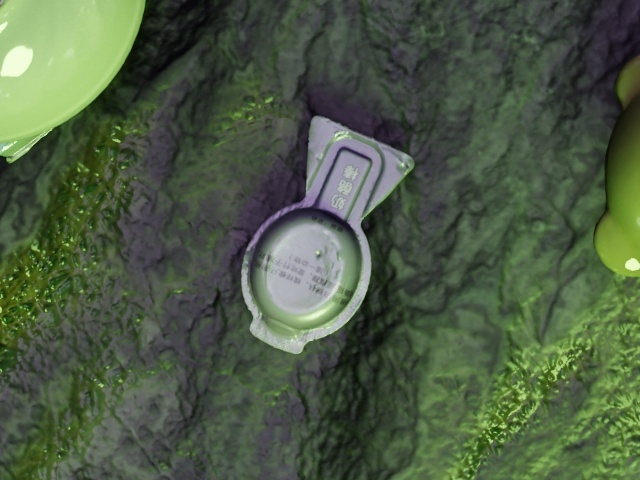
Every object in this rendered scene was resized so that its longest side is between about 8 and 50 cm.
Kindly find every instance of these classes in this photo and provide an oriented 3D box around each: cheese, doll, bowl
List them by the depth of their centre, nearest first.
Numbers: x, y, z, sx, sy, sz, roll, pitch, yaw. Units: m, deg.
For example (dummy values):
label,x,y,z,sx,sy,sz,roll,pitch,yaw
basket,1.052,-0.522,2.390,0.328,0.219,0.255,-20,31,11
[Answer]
label,x,y,z,sx,sy,sz,roll,pitch,yaw
doll,0.347,-0.044,1.537,0.261,0.161,0.177,9,91,4
bowl,-0.283,-0.218,1.574,0.277,0.145,0.277,0,88,6
cheese,0.000,0.000,1.633,0.105,0.042,0.191,25,90,6

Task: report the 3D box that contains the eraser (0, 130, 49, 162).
label,x,y,z,sx,sy,sz,roll,pitch,yaw
eraser,-0.293,-0.184,1.668,0.095,0.052,0.225,-37,84,4
